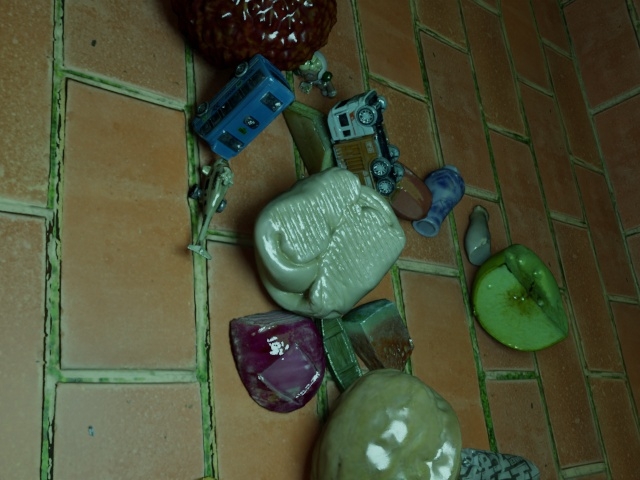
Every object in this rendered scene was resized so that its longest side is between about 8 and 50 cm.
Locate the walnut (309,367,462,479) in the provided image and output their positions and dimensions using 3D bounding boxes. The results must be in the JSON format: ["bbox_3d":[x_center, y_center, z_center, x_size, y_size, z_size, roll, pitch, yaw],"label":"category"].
[{"bbox_3d":[0.152,0.481,1.456,0.381,0.381,0.380,19,60,-36],"label":"walnut"}]

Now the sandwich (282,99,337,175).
[{"bbox_3d":[-0.016,-0.289,1.835,0.094,0.096,0.257,-27,93,-51],"label":"sandwich"}]

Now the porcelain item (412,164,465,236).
[{"bbox_3d":[0.383,-0.134,2.103,0.141,0.141,0.259,41,59,-22],"label":"porcelain item"}]

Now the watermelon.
[{"bbox_3d":[0.179,0.285,1.753,0.193,0.140,0.256,-30,101,-37],"label":"watermelon"}]

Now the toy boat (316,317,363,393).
[{"bbox_3d":[0.058,0.313,1.656,0.093,0.055,0.292,-18,84,-46],"label":"toy boat"}]

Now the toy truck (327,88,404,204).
[{"bbox_3d":[0.120,-0.251,1.795,0.136,0.162,0.305,-54,131,-57],"label":"toy truck"}]

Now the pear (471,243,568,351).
[{"bbox_3d":[0.648,0.171,2.151,0.342,0.239,0.318,50,34,-6],"label":"pear"}]

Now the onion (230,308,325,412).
[{"bbox_3d":[-0.069,0.272,1.524,0.250,0.111,0.247,-6,74,-45],"label":"onion"}]

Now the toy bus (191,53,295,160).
[{"bbox_3d":[-0.187,-0.315,1.561,0.114,0.246,0.134,33,22,-47],"label":"toy bus"}]

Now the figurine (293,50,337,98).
[{"bbox_3d":[-0.017,-0.484,1.898,0.093,0.147,0.197,-51,140,-20],"label":"figurine"}]

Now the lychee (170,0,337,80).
[{"bbox_3d":[-0.163,-0.599,1.630,0.425,0.425,0.499,-29,133,-45],"label":"lychee"}]

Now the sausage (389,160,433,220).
[{"bbox_3d":[0.236,-0.156,1.962,0.254,0.148,0.148,44,48,-10],"label":"sausage"}]

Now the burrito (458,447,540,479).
[{"bbox_3d":[0.484,0.672,1.855,0.446,0.101,0.138,23,63,-36],"label":"burrito"}]

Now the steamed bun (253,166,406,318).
[{"bbox_3d":[0.000,0.000,1.605,0.368,0.255,0.342,-34,103,-21],"label":"steamed bun"}]

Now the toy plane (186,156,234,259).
[{"bbox_3d":[-0.255,-0.082,1.512,0.092,0.108,0.286,32,55,-29],"label":"toy plane"}]

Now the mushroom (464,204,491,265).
[{"bbox_3d":[0.540,-0.024,2.232,0.116,0.093,0.225,42,38,-41],"label":"mushroom"}]

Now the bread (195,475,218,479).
[{"bbox_3d":[-0.223,0.531,1.310,0.110,0.044,0.083,55,44,-5],"label":"bread"}]
